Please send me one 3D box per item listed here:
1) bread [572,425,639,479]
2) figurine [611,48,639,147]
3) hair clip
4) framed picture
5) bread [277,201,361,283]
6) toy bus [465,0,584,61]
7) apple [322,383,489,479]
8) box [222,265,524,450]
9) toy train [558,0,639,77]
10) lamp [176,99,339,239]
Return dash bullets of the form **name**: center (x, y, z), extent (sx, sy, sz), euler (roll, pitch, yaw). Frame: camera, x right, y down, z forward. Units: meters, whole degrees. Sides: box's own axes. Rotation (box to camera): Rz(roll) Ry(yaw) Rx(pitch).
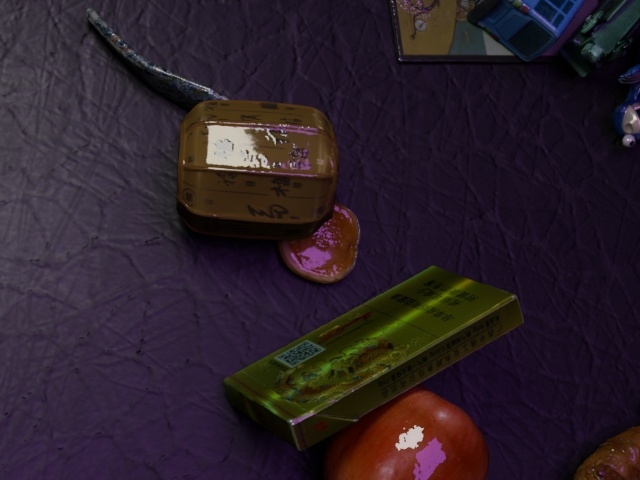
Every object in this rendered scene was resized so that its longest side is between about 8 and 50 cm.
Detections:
- **bread**: center (0.347, 0.317, 1.479), extent (0.105, 0.076, 0.233), euler (40, 60, -16)
- **figurine**: center (0.478, -0.237, 1.665), extent (0.262, 0.121, 0.164), euler (-41, 127, -15)
- **hair clip**: center (-0.195, -0.205, 1.476), extent (0.229, 0.066, 0.036), euler (35, 75, 2)
- **framed picture**: center (0.241, -0.357, 1.676), extent (0.324, 0.013, 0.244), euler (-3, 76, -17)
- **bread**: center (0.000, 0.000, 1.493), extent (0.110, 0.024, 0.110), euler (5, 72, -15)
- **toy bus**: center (0.313, -0.366, 1.634), extent (0.133, 0.116, 0.234), euler (38, 70, -4)
- **apple**: center (0.091, 0.259, 1.372), extent (0.199, 0.199, 0.199), euler (5, 73, -16)
- **box**: center (0.059, 0.127, 1.398), extent (0.311, 0.173, 0.043), euler (-27, 112, -23)
- **toy train**: center (0.395, -0.295, 1.644), extent (0.070, 0.099, 0.172), euler (46, 69, -7)
- **lamp**: center (-0.075, -0.082, 1.419), extent (0.185, 0.161, 0.161), euler (1, 74, -5)
